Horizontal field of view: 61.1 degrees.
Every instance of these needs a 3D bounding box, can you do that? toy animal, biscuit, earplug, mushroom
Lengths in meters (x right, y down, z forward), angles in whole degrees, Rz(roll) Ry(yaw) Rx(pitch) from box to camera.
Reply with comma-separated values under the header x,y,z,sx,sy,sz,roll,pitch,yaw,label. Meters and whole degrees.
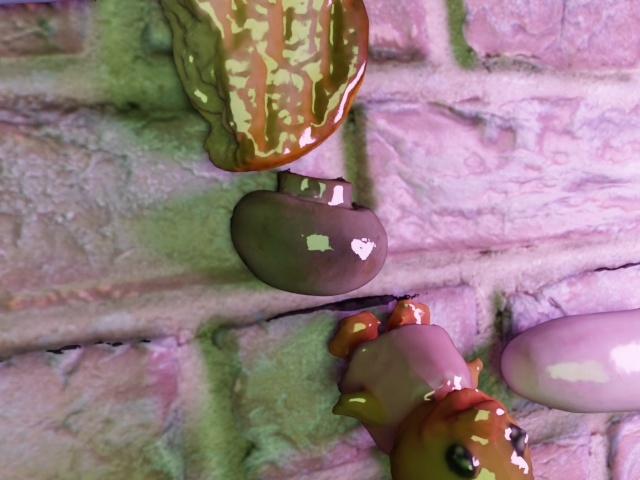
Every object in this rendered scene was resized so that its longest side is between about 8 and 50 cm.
x,y,z,sx,sy,sz,roll,pitch,yaw,label
0.122,0.200,0.595,0.195,0.281,0.169,-12,119,-20,toy animal
-0.056,-0.216,0.578,0.213,0.091,0.274,-13,98,-17,biscuit
0.391,0.166,0.754,0.301,0.172,0.172,1,94,-15,earplug
0.000,0.000,0.615,0.188,0.117,0.141,6,104,-26,mushroom

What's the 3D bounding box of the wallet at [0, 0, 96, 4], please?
x,y,z,sx,sy,sz,roll,pitch,yaw,label
-0.336,-0.284,0.451,0.250,0.075,0.176,-12,132,-19,wallet
